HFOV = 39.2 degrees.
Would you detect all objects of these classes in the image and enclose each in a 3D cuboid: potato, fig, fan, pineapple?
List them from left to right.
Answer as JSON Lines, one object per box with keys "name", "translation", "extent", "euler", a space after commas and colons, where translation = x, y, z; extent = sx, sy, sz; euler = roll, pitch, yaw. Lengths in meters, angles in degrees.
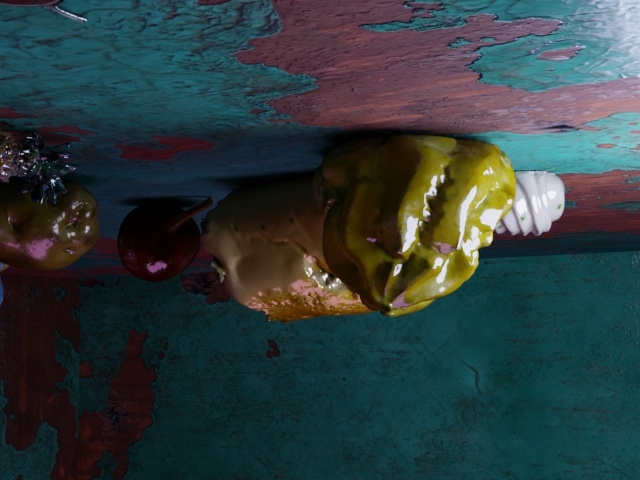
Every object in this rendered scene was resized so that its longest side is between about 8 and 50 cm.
{"name": "potato", "translation": [-0.566, -0.030, 1.580], "extent": [0.369, 0.177, 0.195], "euler": [2, -159, 13]}
{"name": "pineapple", "translation": [-0.418, -0.102, 1.171], "extent": [0.083, 0.103, 0.221], "euler": [34, -169, 25]}
{"name": "fan", "translation": [-0.229, -0.195, 0.716], "extent": [0.085, 0.005, 0.133], "euler": [-4, 173, 22]}
{"name": "fig", "translation": [-0.321, -0.012, 1.826], "extent": [0.175, 0.175, 0.207], "euler": [2, 159, -23]}

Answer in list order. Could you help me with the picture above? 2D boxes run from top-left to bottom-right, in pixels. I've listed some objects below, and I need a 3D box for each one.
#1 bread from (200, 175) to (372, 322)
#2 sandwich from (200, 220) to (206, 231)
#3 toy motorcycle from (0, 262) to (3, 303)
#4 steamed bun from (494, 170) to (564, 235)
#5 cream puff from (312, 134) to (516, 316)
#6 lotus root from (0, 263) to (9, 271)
{"name": "bread", "translation": [0.026, 0.023, 1.654], "extent": [0.394, 0.250, 0.361], "euler": [-5, 174, 26]}
{"name": "sandwich", "translation": [-0.176, -0.015, 2.066], "extent": [0.094, 0.096, 0.258], "euler": [-3, 179, -38]}
{"name": "toy motorcycle", "translation": [-0.697, 0.083, 1.657], "extent": [0.182, 0.124, 0.272], "euler": [-16, 153, 28]}
{"name": "steamed bun", "translation": [0.350, -0.061, 1.597], "extent": [0.182, 0.106, 0.183], "euler": [-1, 172, 0]}
{"name": "cream puff", "translation": [0.134, -0.015, 1.320], "extent": [0.291, 0.257, 0.324], "euler": [4, 173, -7]}
{"name": "lotus root", "translation": [-0.709, -0.008, 1.776], "extent": [0.342, 0.152, 0.169], "euler": [3, 157, -34]}
